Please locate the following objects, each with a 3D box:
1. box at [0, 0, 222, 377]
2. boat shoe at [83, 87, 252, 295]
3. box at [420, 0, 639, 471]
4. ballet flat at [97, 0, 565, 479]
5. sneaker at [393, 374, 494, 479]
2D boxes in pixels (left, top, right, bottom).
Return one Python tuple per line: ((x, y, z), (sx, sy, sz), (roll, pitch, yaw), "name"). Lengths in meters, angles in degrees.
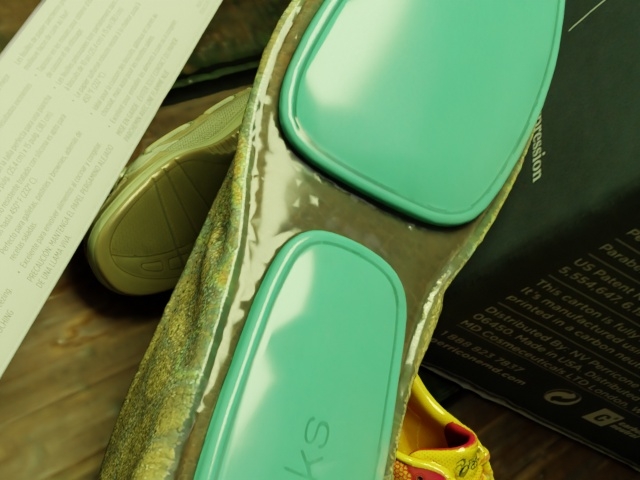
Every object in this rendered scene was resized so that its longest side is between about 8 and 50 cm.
((-0.110, -0.048, 0.451), (0.067, 0.063, 0.324), (34, 49, -16), "box")
((-0.056, -0.028, 0.501), (0.153, 0.048, 0.056), (-48, 127, -37), "boat shoe")
((0.233, -0.104, 0.522), (0.212, 0.395, 0.293), (27, 52, -24), "box")
((0.000, 0.000, 0.444), (0.123, 0.123, 0.348), (30, 65, -21), "ballet flat")
((0.052, 0.121, 0.480), (0.064, 0.067, 0.175), (-34, 90, -46), "sneaker")
